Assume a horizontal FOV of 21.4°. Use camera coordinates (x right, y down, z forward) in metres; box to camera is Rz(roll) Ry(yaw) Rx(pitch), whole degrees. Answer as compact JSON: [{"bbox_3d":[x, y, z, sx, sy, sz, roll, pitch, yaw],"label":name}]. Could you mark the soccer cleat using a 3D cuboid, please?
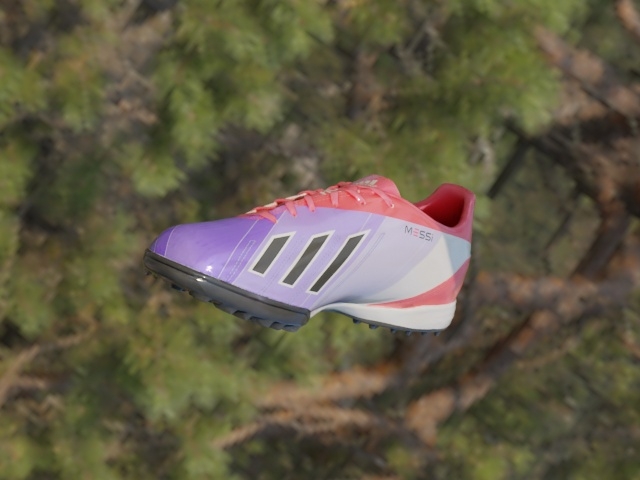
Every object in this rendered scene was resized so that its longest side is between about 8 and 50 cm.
[{"bbox_3d":[0.000,0.000,1.234,0.318,0.108,0.116,7,105,-49],"label":"soccer cleat"}]
